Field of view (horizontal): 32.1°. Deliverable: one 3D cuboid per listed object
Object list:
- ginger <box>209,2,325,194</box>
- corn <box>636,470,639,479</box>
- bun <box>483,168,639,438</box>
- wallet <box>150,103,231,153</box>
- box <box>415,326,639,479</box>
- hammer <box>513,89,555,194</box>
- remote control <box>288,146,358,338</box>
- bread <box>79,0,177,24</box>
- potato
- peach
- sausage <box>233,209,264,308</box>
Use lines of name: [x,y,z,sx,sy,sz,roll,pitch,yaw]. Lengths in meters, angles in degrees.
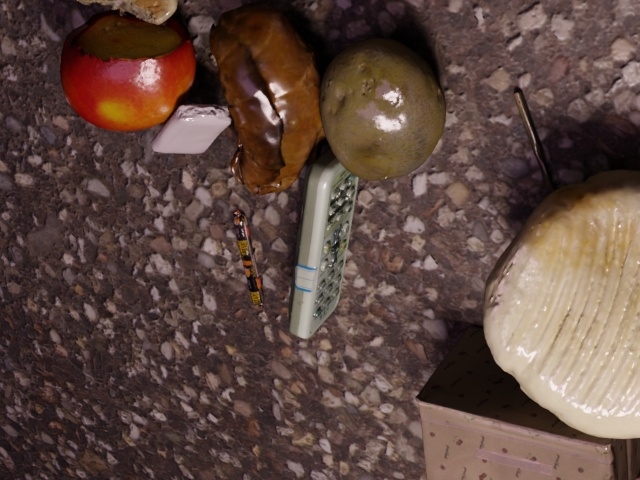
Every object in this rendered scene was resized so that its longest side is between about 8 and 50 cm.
ginger: [-0.068,-0.198,1.666,0.172,0.165,0.321,10,128,19]
corn: [0.437,0.432,1.788,0.335,0.126,0.127,-25,104,36]
bun: [0.408,0.086,1.496,0.365,0.219,0.365,1,97,12]
wallet: [-0.207,-0.178,1.789,0.190,0.095,0.033,149,116,-62]
box: [0.326,0.283,1.684,0.297,0.225,0.191,11,123,28]
hammer: [0.329,-0.080,1.585,0.058,0.029,0.292,-11,111,35]
remote control: [0.000,0.000,1.776,0.065,0.128,0.335,24,129,20]
bread: [-0.309,-0.441,1.716,0.250,0.039,0.182,20,101,20]
potato: [0.086,-0.184,1.590,0.178,0.160,0.235,46,144,23]
peach: [-0.300,-0.278,1.751,0.226,0.189,0.196,-30,71,42]
sausage: [-0.125,0.035,1.946,0.028,0.025,0.198,-125,21,-60]
